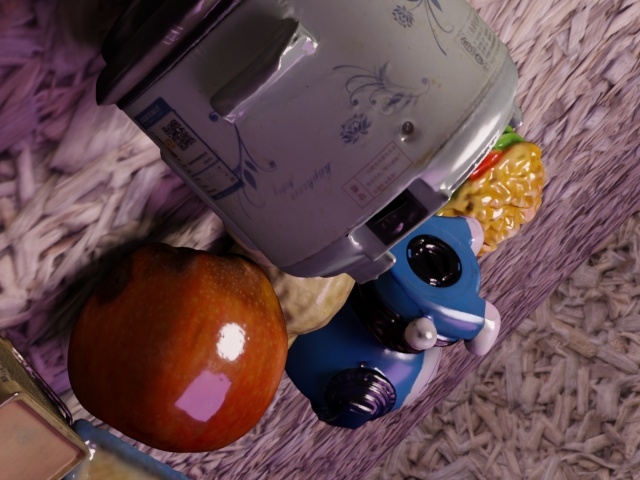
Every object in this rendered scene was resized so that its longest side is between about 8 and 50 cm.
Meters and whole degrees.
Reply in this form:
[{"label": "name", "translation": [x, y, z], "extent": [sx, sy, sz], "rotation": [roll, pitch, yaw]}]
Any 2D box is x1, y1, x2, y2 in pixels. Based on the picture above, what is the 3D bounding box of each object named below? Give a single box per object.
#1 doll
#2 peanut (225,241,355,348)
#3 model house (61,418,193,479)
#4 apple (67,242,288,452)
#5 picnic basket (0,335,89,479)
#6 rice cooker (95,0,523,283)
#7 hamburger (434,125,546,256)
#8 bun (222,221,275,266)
[{"label": "doll", "translation": [0.074, 0.106, 1.528], "extent": [0.310, 0.240, 0.284], "rotation": [-51, -157, 48]}, {"label": "peanut", "translation": [-0.055, 0.058, 1.362], "extent": [0.313, 0.152, 0.152], "rotation": [-49, 159, 20]}, {"label": "model house", "translation": [-0.343, 0.432, 1.334], "extent": [0.382, 0.342, 0.334], "rotation": [-17, 156, -34]}, {"label": "apple", "translation": [-0.144, 0.105, 1.201], "extent": [0.230, 0.230, 0.230], "rotation": [-37, 159, -17]}, {"label": "picnic basket", "translation": [-0.336, 0.168, 1.054], "extent": [0.165, 0.139, 0.266], "rotation": [-39, 159, -11]}, {"label": "rice cooker", "translation": [-0.017, -0.135, 0.859], "extent": [0.264, 0.316, 0.317], "rotation": [-39, 162, 21]}, {"label": "hamburger", "translation": [0.228, -0.068, 1.632], "extent": [0.237, 0.149, 0.237], "rotation": [-37, 158, -18]}, {"label": "bun", "translation": [-0.048, -0.054, 1.188], "extent": [0.113, 0.166, 0.173], "rotation": [-5, 164, 24]}]
